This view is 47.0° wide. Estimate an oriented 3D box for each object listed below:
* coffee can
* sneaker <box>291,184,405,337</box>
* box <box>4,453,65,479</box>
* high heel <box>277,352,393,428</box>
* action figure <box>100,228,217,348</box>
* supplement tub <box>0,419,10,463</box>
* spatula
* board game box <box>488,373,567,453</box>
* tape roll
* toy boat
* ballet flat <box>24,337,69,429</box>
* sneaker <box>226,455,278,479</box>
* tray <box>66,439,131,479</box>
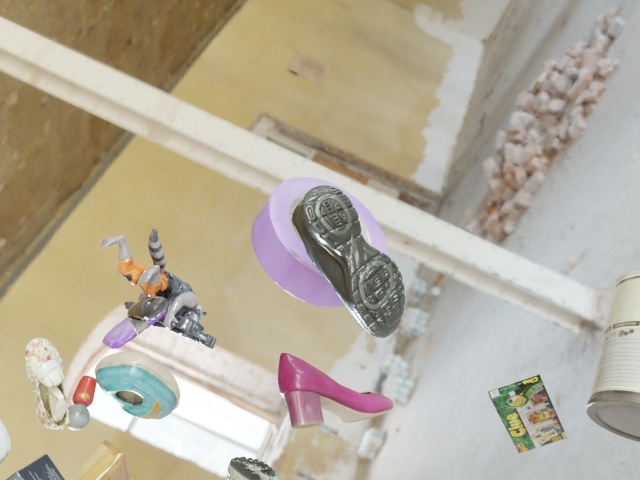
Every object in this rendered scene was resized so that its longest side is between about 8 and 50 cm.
[{"bbox_3d":[0.634,0.221,1.390,0.201,0.202,0.275,118,176,-65],"label":"coffee can"},{"bbox_3d":[0.047,0.040,1.286,0.109,0.286,0.130,-29,2,-25],"label":"sneaker"},{"bbox_3d":[-0.584,0.544,1.513,0.093,0.156,0.158,-36,-3,-2],"label":"box"},{"bbox_3d":[0.049,0.367,1.859,0.127,0.377,0.181,-25,68,34],"label":"high heel"},{"bbox_3d":[-0.378,0.137,1.890,0.178,0.341,0.330,-57,-33,-21],"label":"action figure"},{"bbox_3d":[-0.802,0.474,1.451,0.338,0.207,0.207,-47,2,2],"label":"supplement tub"},{"bbox_3d":[-0.207,0.088,0.839,0.084,0.030,0.296,-38,2,-21],"label":"spatula"},{"bbox_3d":[0.529,0.445,1.870,0.136,0.259,0.030,-22,37,15],"label":"board game box"},{"bbox_3d":[0.000,0.000,1.516,0.090,0.275,0.274,-51,9,39],"label":"tape roll"},{"bbox_3d":[-0.529,0.412,1.936,0.267,0.318,0.148,55,-149,-41],"label":"toy boat"},{"bbox_3d":[-0.619,0.335,1.699,0.091,0.077,0.240,-29,-52,-41],"label":"ballet flat"},{"bbox_3d":[-0.088,0.554,1.480,0.110,0.283,0.122,3,-72,-47],"label":"sneaker"},{"bbox_3d":[-0.595,0.715,1.971,0.203,0.076,0.410,-48,-20,-34],"label":"tray"}]
